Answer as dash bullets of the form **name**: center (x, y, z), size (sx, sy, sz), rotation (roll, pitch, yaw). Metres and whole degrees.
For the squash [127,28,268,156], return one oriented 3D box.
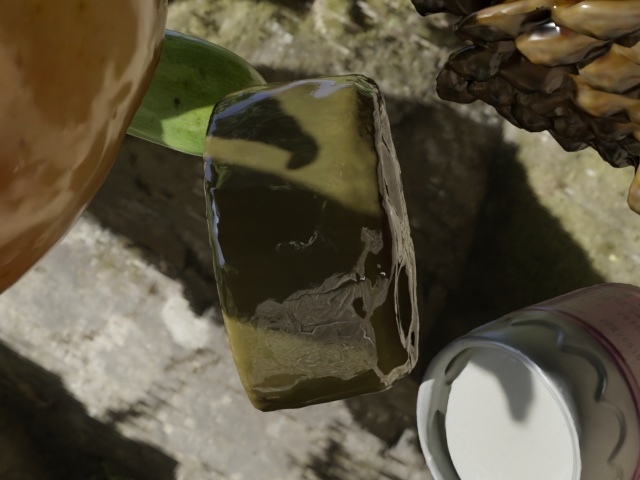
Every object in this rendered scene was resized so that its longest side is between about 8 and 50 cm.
- **squash**: center (-0.224, -0.178, 1.225), size (0.118, 0.370, 0.118), rotation (18, -90, -89)

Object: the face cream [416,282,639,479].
- **face cream**: center (0.202, 0.136, 0.981), size (0.194, 0.175, 0.175), rotation (-13, -39, -43)

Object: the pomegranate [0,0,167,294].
- **pomegranate**: center (-0.267, -0.127, 0.491), size (0.412, 0.411, 0.411), rotation (-61, -2, -4)

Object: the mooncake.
- **mooncake**: center (0.000, 0.000, 1.017), size (0.284, 0.155, 0.285), rotation (-5, -90, -84)

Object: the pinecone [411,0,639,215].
- **pinecone**: center (0.171, -0.135, 0.499), size (0.257, 0.243, 0.243), rotation (-57, -1, 9)
